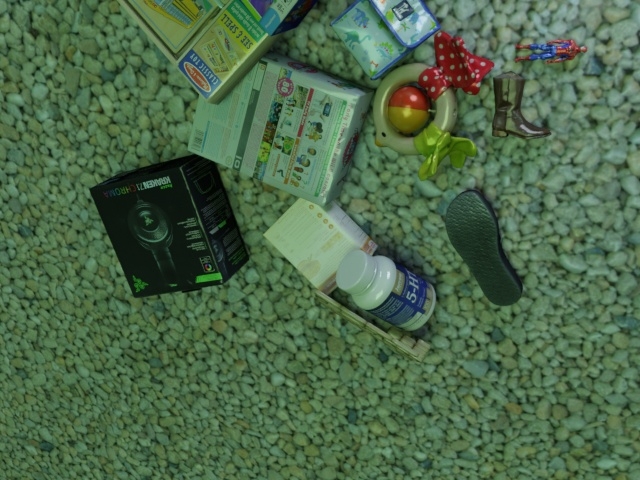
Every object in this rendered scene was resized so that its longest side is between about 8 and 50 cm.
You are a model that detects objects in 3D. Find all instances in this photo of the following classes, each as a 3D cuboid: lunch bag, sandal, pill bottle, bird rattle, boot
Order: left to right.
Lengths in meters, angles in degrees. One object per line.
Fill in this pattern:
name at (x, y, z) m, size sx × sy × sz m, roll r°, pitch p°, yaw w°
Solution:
pill bottle at (0.125, 0.094, 1.336) m, size 0.187 × 0.112 × 0.112 m, roll 30°, pitch 125°, yaw -32°
lunch bag at (0.114, -0.374, 1.198) m, size 0.151 × 0.096 × 0.129 m, roll -36°, pitch 96°, yaw 14°
bird rattle at (0.182, -0.237, 1.213) m, size 0.207 × 0.143 × 0.253 m, roll 12°, pitch 114°, yaw 32°
sandal at (0.312, 0.013, 1.317) m, size 0.097 × 0.054 × 0.254 m, roll -11°, pitch 117°, yaw 32°
boot at (0.353, -0.237, 1.200) m, size 0.106 × 0.037 × 0.114 m, roll 5°, pitch 109°, yaw 16°

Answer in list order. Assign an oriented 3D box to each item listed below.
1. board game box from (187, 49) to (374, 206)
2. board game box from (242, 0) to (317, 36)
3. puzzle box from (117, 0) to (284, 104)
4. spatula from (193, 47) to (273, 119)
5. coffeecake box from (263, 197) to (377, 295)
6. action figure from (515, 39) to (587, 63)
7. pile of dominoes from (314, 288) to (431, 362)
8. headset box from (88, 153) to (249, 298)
board game box at (-0.080, -0.227, 1.302) m, size 0.303 × 0.097 × 0.224 m, roll 25°, pitch 115°, yaw 13°
board game box at (-0.036, -0.511, 1.013) m, size 0.233 × 0.078 × 0.347 m, roll 51°, pitch 134°, yaw 1°
puzzle box at (-0.235, -0.483, 1.228) m, size 0.272 × 0.052 × 0.409 m, roll -44°, pitch 82°, yaw 17°
spatula at (-0.140, -0.266, 1.376) m, size 0.242 × 0.019 × 0.168 m, roll -37°, pitch 97°, yaw 29°
coffeecake box at (0.000, 0.000, 1.410) m, size 0.185 × 0.068 × 0.142 m, roll 45°, pitch 118°, yaw -2°
action figure at (0.388, -0.318, 1.155) m, size 0.115 × 0.030 × 0.038 m, roll 0°, pitch 107°, yaw 18°
pile of dominoes at (0.104, 0.166, 1.402) m, size 0.251 × 0.196 × 0.040 m, roll 32°, pitch 82°, yaw 5°
headset box at (-0.320, -0.022, 1.483) m, size 0.246 × 0.131 × 0.283 m, roll -9°, pitch 109°, yaw 24°
